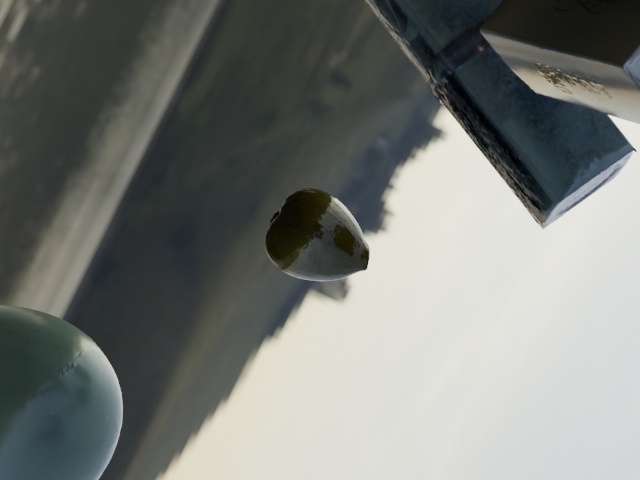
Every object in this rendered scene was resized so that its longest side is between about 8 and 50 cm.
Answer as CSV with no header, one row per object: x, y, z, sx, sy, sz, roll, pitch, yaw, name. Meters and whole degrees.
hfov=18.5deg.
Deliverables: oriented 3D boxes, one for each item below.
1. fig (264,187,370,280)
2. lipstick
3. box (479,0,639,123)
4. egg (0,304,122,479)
0.000,0.000,1.593,0.074,0.088,0.074,-64,-179,3,fig
0.094,-0.146,1.335,0.076,0.289,0.077,-34,168,-10,lipstick
0.216,-0.179,1.105,0.243,0.067,0.155,-51,-152,-5,box
-0.296,0.161,1.640,0.283,0.203,0.203,-19,-156,19,egg
